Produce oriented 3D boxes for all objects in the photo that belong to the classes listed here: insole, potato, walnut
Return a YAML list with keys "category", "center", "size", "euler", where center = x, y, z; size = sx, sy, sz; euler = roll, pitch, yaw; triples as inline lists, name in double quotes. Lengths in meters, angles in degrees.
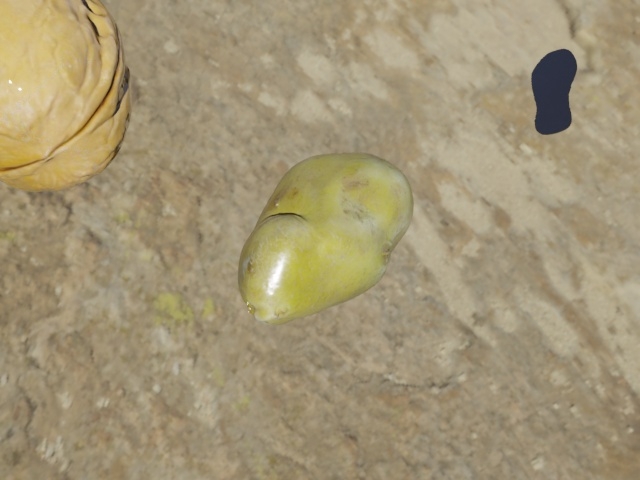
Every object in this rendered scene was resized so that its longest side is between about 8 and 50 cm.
- category: "insole"
  center: [0.427, -0.275, 1.589]
  size: [0.005, 0.086, 0.253]
  euler: [60, 33, -38]
- category: "potato"
  center: [-0.001, -0.003, 1.239]
  size: [0.202, 0.218, 0.351]
  euler: [49, 50, -7]
- category: "walnut"
  center: [-0.233, -0.134, 0.698]
  size: [0.165, 0.165, 0.197]
  euler: [14, 40, -27]
